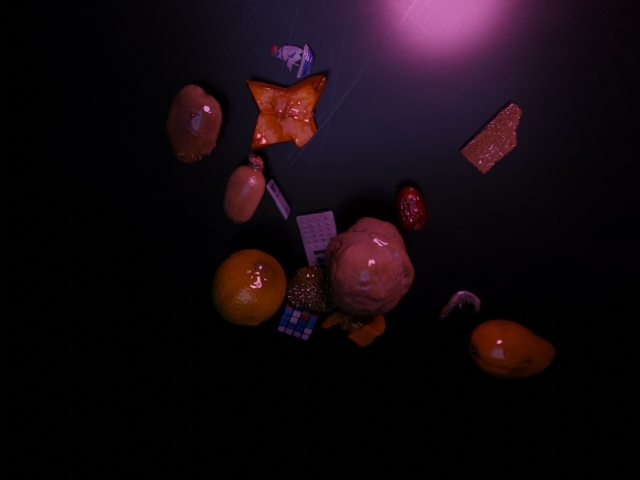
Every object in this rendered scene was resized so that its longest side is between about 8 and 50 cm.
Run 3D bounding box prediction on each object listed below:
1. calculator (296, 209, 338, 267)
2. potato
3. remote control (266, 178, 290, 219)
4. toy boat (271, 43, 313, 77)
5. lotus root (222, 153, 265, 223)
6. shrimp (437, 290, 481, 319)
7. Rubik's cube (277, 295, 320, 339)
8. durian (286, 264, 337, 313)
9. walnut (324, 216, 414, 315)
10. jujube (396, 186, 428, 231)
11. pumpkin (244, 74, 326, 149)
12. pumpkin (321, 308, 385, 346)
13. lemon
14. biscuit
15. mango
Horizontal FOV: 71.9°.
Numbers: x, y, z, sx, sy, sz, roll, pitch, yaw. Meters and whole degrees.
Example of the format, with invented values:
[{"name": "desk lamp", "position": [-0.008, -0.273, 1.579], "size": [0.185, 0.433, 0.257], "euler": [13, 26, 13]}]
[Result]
[{"name": "calculator", "position": [0.000, 0.000, 1.849], "size": [0.161, 0.021, 0.261], "euler": [-8, 118, 13]}, {"name": "potato", "position": [-0.464, -0.412, 1.606], "size": [0.192, 0.141, 0.296], "euler": [23, 123, -3]}, {"name": "remote control", "position": [-0.169, -0.162, 1.755], "size": [0.029, 0.061, 0.162], "euler": [-21, 114, 21]}, {"name": "toy boat", "position": [-0.087, -0.629, 1.497], "size": [0.149, 0.034, 0.105], "euler": [44, 120, -3]}, {"name": "lotus root", "position": [-0.300, -0.184, 1.718], "size": [0.146, 0.130, 0.303], "euler": [23, 120, -7]}, {"name": "shrimp", "position": [0.618, 0.308, 1.940], "size": [0.148, 0.035, 0.195], "euler": [28, 118, -11]}, {"name": "Rubik's cube", "position": [-0.092, 0.323, 1.973], "size": [0.154, 0.155, 0.151], "euler": [21, 122, -4]}, {"name": "durian", "position": [-0.012, 0.206, 1.858], "size": [0.237, 0.200, 0.176], "euler": [23, 145, -13]}, {"name": "walnut", "position": [0.181, 0.105, 1.692], "size": [0.382, 0.381, 0.380], "euler": [3, 120, 6]}, {"name": "jujube", "position": [0.346, -0.117, 1.685], "size": [0.112, 0.109, 0.176], "euler": [-24, 116, -18]}, {"name": "pumpkin", "position": [-0.119, -0.449, 1.561], "size": [0.291, 0.095, 0.258], "euler": [1, 118, 5]}, {"name": "pumpkin", "position": [0.152, 0.370, 1.898], "size": [0.139, 0.281, 0.190], "euler": [-43, 71, 35]}, {"name": "lemon", "position": [-0.297, 0.198, 1.847], "size": [0.337, 0.336, 0.335], "euler": [3, 120, 6]}, {"name": "biscuit", "position": [0.623, -0.357, 1.554], "size": [0.131, 0.026, 0.237], "euler": [36, 117, -15]}, {"name": "mango", "position": [0.822, 0.476, 1.905], "size": [0.379, 0.221, 0.263], "euler": [13, 118, -10]}]
